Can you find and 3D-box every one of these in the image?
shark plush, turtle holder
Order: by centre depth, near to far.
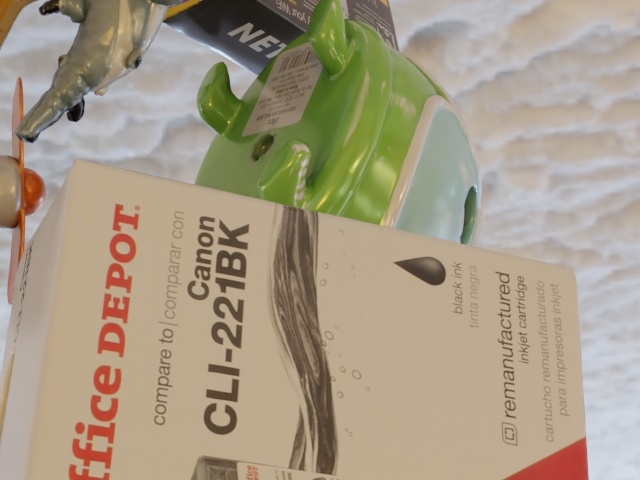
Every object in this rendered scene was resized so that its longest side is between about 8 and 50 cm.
[{"bbox_3d":[-0.141,-0.130,0.742,0.067,0.161,0.073,35,174,-25],"label":"shark plush"},{"bbox_3d":[0.013,-0.014,0.989,0.227,0.320,0.243,33,128,-29],"label":"turtle holder"}]

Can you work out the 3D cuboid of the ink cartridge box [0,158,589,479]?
[{"bbox_3d":[-0.015,0.094,0.596,0.272,0.197,0.114,12,152,-18],"label":"ink cartridge box"}]

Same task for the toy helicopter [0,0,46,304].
[{"bbox_3d":[-0.290,-0.101,0.954,0.235,0.355,0.140,29,-171,-27],"label":"toy helicopter"}]

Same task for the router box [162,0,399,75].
[{"bbox_3d":[-0.041,-0.271,1.156,0.081,0.243,0.309,-21,157,27],"label":"router box"}]
